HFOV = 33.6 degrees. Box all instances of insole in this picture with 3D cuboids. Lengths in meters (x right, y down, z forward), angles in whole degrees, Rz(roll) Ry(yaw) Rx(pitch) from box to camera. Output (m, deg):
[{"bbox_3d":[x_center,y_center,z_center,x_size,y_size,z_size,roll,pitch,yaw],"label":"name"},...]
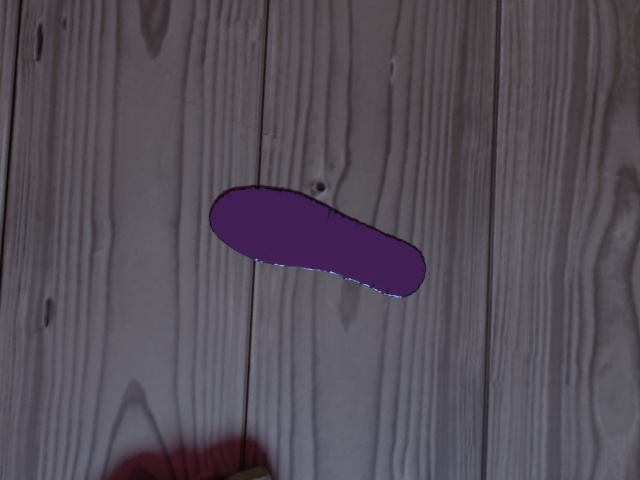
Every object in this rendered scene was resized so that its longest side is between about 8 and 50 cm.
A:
[{"bbox_3d":[0.000,0.000,1.089,0.231,0.003,0.080,18,83,-6],"label":"insole"}]

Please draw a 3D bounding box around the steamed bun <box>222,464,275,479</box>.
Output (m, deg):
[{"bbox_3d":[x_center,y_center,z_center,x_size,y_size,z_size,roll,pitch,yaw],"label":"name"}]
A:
[{"bbox_3d":[-0.102,0.353,0.980,0.295,0.137,0.292,31,81,-2],"label":"steamed bun"}]
